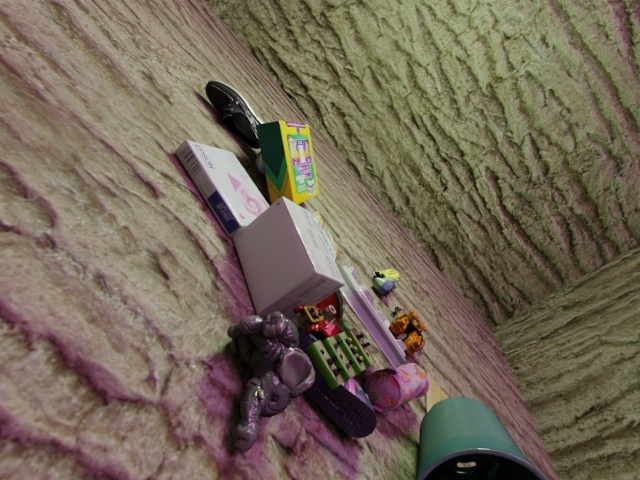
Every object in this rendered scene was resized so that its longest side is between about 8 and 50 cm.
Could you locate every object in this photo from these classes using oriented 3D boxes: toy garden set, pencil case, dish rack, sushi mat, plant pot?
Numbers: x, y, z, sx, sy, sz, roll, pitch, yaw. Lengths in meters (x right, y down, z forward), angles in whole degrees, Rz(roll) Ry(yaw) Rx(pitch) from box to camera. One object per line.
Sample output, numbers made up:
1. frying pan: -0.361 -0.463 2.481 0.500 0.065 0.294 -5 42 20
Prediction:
1. toy garden set: 0.046 0.238 1.005 0.203 0.049 0.244 57 22 18
2. pencil case: 0.249 0.462 1.282 0.284 0.124 0.124 16 40 -56
3. dish rack: 0.150 0.220 1.247 0.332 0.072 0.285 56 1 -18
4. sushi mat: 0.448 0.645 1.524 0.151 0.019 0.316 51 21 -5
5. plant pot: 0.404 0.617 1.083 0.341 0.341 0.334 52 12 0

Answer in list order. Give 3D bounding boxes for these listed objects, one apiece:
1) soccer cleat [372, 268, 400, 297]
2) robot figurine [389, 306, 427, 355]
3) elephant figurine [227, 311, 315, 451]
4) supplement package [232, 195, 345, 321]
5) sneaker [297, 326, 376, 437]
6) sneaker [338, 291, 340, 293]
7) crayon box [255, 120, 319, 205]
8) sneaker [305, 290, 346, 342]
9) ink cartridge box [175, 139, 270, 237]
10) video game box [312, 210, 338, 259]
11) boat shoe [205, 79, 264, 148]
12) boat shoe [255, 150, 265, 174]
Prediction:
1. soccer cleat: 0.309 0.175 1.931 0.121 0.093 0.289 45 19 2
2. robot figurine: 0.389 0.385 1.748 0.211 0.085 0.291 56 21 9
3. elephant figurine: -0.102 0.281 0.829 0.169 0.186 0.239 109 -33 -62
4. supplement package: -0.094 0.054 1.109 0.145 0.204 0.261 28 30 -51
5. sneaker: 0.011 0.347 1.020 0.319 0.112 0.131 52 0 1
6. sneaker: 0.002 0.129 1.403 0.222 0.083 0.118 13 20 -46
7. crayon box: -0.119 -0.310 1.628 0.363 0.106 0.312 -41 124 -70
8. sneaker: 0.003 0.223 1.128 0.118 0.107 0.278 4 63 -52
9. ink cartridge box: -0.266 -0.162 1.314 0.324 0.071 0.330 55 22 11
10. video game box: 0.000 0.000 1.579 0.187 0.048 0.205 63 17 -16
11. boat shoe: -0.352 -0.504 1.648 0.340 0.127 0.113 48 43 -16
12. boat shoe: -0.220 -0.342 1.708 0.094 0.109 0.302 15 21 8
